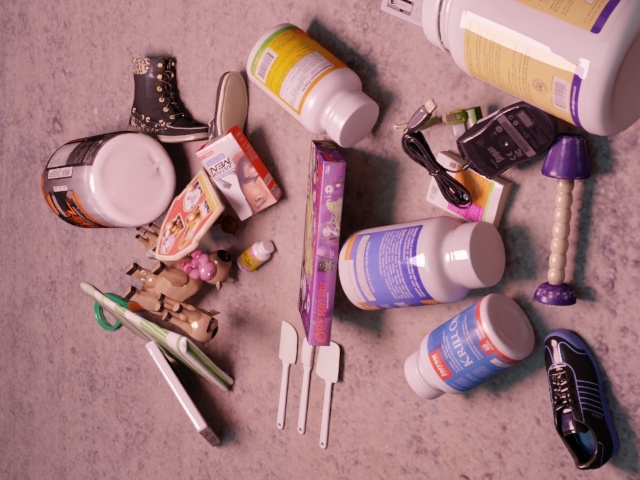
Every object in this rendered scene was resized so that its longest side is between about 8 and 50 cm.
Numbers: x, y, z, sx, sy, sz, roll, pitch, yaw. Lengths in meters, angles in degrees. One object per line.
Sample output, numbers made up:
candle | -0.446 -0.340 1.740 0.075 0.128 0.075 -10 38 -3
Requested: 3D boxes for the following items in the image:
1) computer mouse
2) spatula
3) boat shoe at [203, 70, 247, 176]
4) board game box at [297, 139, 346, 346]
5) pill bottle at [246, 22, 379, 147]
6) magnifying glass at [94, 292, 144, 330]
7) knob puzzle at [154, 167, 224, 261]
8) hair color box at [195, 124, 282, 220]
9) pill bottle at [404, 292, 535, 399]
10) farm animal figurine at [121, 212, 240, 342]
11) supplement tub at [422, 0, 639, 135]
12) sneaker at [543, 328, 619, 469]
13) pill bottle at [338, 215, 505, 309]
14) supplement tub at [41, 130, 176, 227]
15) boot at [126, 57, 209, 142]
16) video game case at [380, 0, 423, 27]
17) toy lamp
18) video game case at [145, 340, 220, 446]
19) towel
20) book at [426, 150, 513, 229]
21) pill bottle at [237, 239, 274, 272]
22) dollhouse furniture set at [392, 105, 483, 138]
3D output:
computer mouse | 0.256 -0.181 1.692 0.184 0.060 0.262 44 134 -6
spatula | -0.030 0.302 2.127 0.168 0.019 0.242 18 110 36
boat shoe | -0.202 -0.234 2.122 0.079 0.084 0.233 20 114 36
board game box | 0.000 0.000 1.939 0.208 0.056 0.346 -125 38 -71
pill bottle | -0.010 -0.283 1.914 0.246 0.136 0.136 43 123 25
magnifying glass | -0.464 0.161 2.467 0.231 0.026 0.092 -14 89 43
knob puzzle | -0.281 -0.039 2.089 0.213 0.030 0.213 -32 42 35
hair color box | -0.163 -0.135 2.073 0.093 0.053 0.167 -28 107 23
pill bottle | 0.252 0.193 1.795 0.221 0.124 0.124 -40 73 38
farm animal figurine | -0.274 0.084 2.170 0.327 0.172 0.330 -23 46 42
supplement tub | 0.342 -0.322 1.538 0.331 0.241 0.241 33 118 31
sneaker | 0.415 0.260 1.691 0.081 0.090 0.232 -28 81 40
pill bottle | 0.178 0.039 1.808 0.272 0.152 0.152 -8 93 41
supplement tub | -0.477 -0.129 2.271 0.338 0.207 0.207 1 100 56
boot | -0.326 -0.301 2.215 0.236 0.085 0.178 10 102 38
video game case | 0.212 -0.454 1.765 0.212 0.023 0.193 32 118 33
toy lamp | 0.388 -0.034 1.664 0.080 0.080 0.274 11 105 38
video game case | -0.300 0.340 2.274 0.227 0.026 0.206 55 171 18
towel | -0.356 0.208 2.271 0.325 0.248 0.038 26 74 34
book | 0.255 -0.084 1.798 0.144 0.035 0.096 31 121 32
pill bottle | -0.133 0.031 2.143 0.083 0.043 0.043 -38 74 38
dollhouse furniture set | 0.208 -0.188 1.780 0.152 0.076 0.058 -9 98 29
